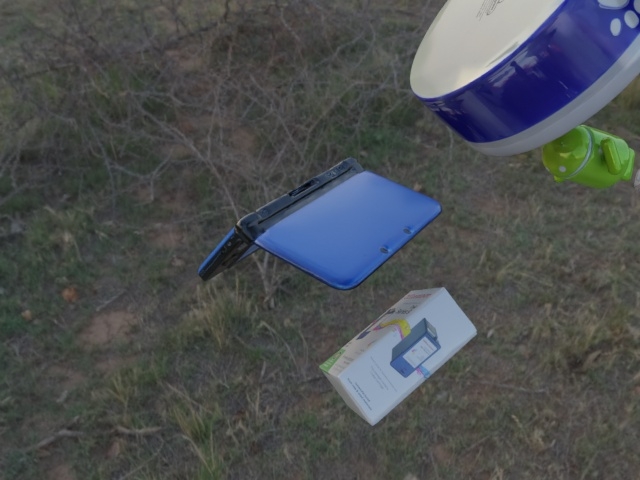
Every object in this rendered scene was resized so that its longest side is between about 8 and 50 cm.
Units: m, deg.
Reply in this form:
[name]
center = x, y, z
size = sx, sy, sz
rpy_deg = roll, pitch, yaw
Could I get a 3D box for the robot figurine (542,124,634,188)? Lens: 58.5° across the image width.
[robot figurine]
center = 0.318, -0.101, 0.685
size = 0.115, 0.067, 0.101
rpy_deg = 12, -2, -19

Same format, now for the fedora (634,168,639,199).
[fedora]
center = 0.679, -0.117, 1.058
size = 0.275, 0.243, 0.124
rpy_deg = -39, 81, -12

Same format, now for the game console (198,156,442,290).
[game console]
center = 0.000, 0.000, 0.891
size = 0.173, 0.250, 0.293
rpy_deg = 52, 45, 4

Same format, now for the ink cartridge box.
[ink cartridge box]
center = 0.117, 0.172, 0.894
size = 0.212, 0.154, 0.093
rpy_deg = -36, 91, -11

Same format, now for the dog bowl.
[dog bowl]
center = 0.222, -0.225, 0.603
size = 0.104, 0.265, 0.265
rpy_deg = 33, 38, -22
